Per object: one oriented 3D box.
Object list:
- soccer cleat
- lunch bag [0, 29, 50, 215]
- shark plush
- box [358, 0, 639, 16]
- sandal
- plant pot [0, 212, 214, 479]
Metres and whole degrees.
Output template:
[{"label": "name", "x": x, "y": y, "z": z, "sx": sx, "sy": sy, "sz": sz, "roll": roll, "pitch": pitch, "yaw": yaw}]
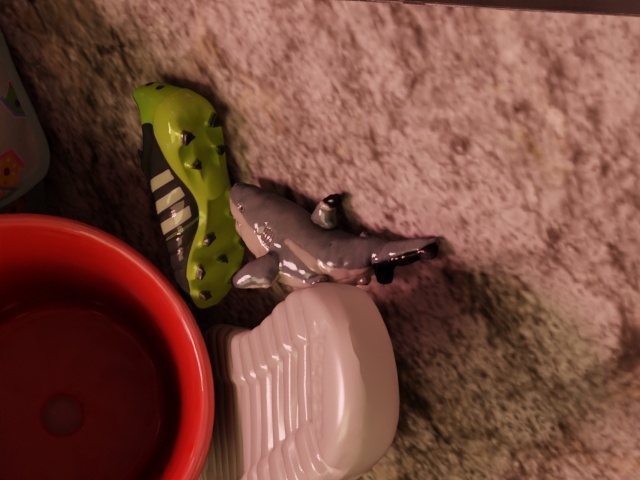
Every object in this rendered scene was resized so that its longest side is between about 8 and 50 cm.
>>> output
[{"label": "soccer cleat", "x": -0.094, "y": -0.033, "z": 0.979, "sx": 0.072, "sy": 0.060, "sz": 0.179, "roll": 32, "pitch": 139, "yaw": 40}, {"label": "lunch bag", "x": -0.338, "y": -0.041, "z": 1.087, "sx": 0.160, "sy": 0.223, "sz": 0.262, "roll": 42, "pitch": 145, "yaw": 22}, {"label": "shark plush", "x": 0.000, "y": 0.000, "z": 0.903, "sx": 0.161, "sy": 0.073, "sz": 0.067, "roll": 10, "pitch": 104, "yaw": 49}, {"label": "box", "x": 0.052, "y": -0.234, "z": 0.506, "sx": 0.242, "sy": 0.076, "sz": 0.307, "roll": 7, "pitch": 133, "yaw": 20}, {"label": "sandal", "x": -0.011, "y": 0.132, "z": 0.994, "sx": 0.416, "sy": 0.102, "sz": 0.169, "roll": 149, "pitch": 117, "yaw": -69}, {"label": "plant pot", "x": -0.218, "y": 0.130, "z": 1.086, "sx": 0.275, "sy": 0.275, "sz": 0.243, "roll": 45, "pitch": 171, "yaw": 4}]
